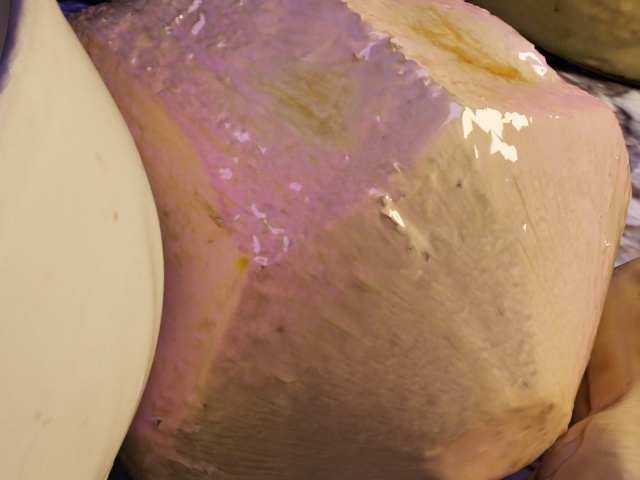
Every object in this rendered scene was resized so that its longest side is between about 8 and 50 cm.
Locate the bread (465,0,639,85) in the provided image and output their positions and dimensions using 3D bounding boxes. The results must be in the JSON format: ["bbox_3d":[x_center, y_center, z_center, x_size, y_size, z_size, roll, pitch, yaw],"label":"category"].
[{"bbox_3d":[0.238,-0.266,1.071,0.320,0.237,0.320,16,31,-10],"label":"bread"}]

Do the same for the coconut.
[{"bbox_3d":[0.000,0.000,0.574,0.233,0.233,0.245,-14,40,-39],"label":"coconut"}]

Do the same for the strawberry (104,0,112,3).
[{"bbox_3d":[-0.149,-0.277,0.977,0.234,0.178,0.234,10,39,-8],"label":"strawberry"}]

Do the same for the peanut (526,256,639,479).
[{"bbox_3d":[0.142,0.105,0.568,0.130,0.130,0.290,19,31,4],"label":"peanut"}]

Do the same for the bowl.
[{"bbox_3d":[-0.156,0.042,0.450,0.145,0.277,0.277,50,14,-34],"label":"bowl"}]
